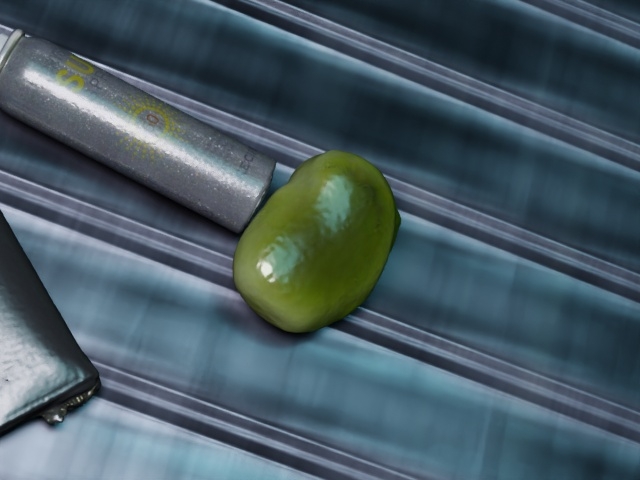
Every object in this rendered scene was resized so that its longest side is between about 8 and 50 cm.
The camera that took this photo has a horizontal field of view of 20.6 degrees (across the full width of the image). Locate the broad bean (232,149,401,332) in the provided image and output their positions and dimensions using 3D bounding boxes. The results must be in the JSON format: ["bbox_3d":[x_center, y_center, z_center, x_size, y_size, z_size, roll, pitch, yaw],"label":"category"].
[{"bbox_3d":[0.000,0.000,1.516,0.124,0.082,0.174,37,70,-14],"label":"broad bean"}]

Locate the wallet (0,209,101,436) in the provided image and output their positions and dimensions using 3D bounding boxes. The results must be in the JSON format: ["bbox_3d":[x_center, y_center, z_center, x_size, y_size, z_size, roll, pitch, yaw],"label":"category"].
[{"bbox_3d":[-0.294,0.053,1.420,0.149,0.044,0.250,-26,78,-21],"label":"wallet"}]

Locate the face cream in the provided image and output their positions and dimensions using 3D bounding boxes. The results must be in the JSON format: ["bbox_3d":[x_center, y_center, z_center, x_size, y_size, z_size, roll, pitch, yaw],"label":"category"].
[{"bbox_3d":[-0.175,-0.100,1.504,0.283,0.073,0.073,27,63,-4],"label":"face cream"}]
